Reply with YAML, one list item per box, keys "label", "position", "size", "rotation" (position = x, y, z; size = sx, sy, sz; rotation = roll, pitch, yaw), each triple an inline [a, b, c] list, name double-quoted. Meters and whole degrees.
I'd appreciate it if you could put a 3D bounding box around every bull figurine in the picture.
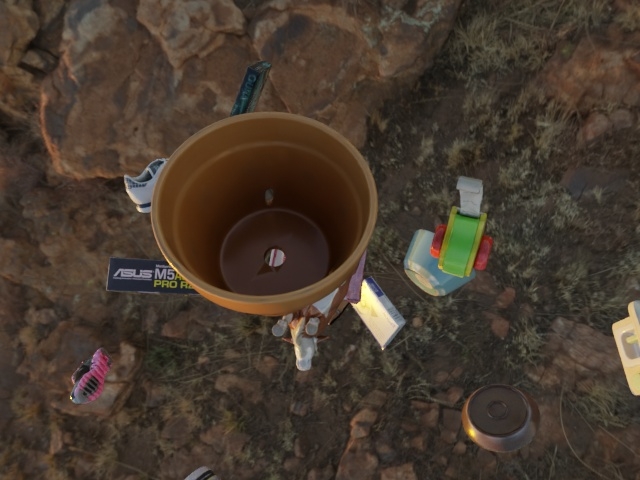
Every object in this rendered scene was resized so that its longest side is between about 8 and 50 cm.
- label: "bull figurine"
  position: [-0.007, 0.116, 0.892]
  size: [0.101, 0.188, 0.310]
  rotation: [22, 92, 8]

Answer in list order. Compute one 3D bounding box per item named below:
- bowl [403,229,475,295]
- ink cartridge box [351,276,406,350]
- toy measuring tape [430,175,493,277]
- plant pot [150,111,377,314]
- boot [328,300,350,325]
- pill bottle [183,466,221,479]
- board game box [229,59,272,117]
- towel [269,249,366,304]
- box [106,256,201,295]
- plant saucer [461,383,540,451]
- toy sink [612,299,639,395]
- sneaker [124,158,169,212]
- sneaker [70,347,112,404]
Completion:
- label: "bowl"
  position: [0.473, 0.115, 1.902]
  size: [0.311, 0.311, 0.163]
  rotation: [39, 79, 24]
- label: "ink cartridge box"
  position: [0.203, 0.287, 1.720]
  size: [0.223, 0.045, 0.224]
  rotation: [54, 144, 27]
- label: "toy measuring tape"
  position: [0.260, -0.003, 0.833]
  size: [0.121, 0.330, 0.121]
  rotation: [-5, 72, 15]
- label: "plant pot"
  position: [-0.075, -0.013, 0.669]
  size: [0.291, 0.203, 0.290]
  rotation: [1, 63, -2]
- label: "boot"
  position: [0.026, 0.204, 2.026]
  size: [0.280, 0.096, 0.264]
  rotation: [30, 74, 36]
- label: "pill bottle"
  position: [-0.160, 0.487, 0.730]
  size: [0.208, 0.119, 0.119]
  rotation: [37, 98, 19]
- label: "board game box"
  position: [-0.142, -0.232, 0.827]
  size: [0.026, 0.126, 0.186]
  rotation: [24, 117, -8]
- label: "towel"
  position: [0.003, 0.053, 1.459]
  size: [0.037, 0.329, 0.237]
  rotation: [-36, 40, 55]
- label: "box"
  position: [-0.283, 0.079, 0.891]
  size: [0.216, 0.270, 0.060]
  rotation: [5, 81, -15]
- label: "plant saucer"
  position: [0.400, 0.387, 1.013]
  size: [0.168, 0.029, 0.168]
  rotation: [-20, 32, 13]
- label: "toy sink"
  position: [0.687, 0.221, 0.889]
  size: [0.234, 0.131, 0.152]
  rotation: [6, 60, -10]
- label: "sneaker"
  position: [-0.340, -0.156, 1.066]
  size: [0.235, 0.094, 0.090]
  rotation: [-34, 36, -27]
- label: "sneaker"
  position: [-0.397, 0.235, 0.761]
  size: [0.057, 0.119, 0.047]
  rotation: [-21, 113, 3]
